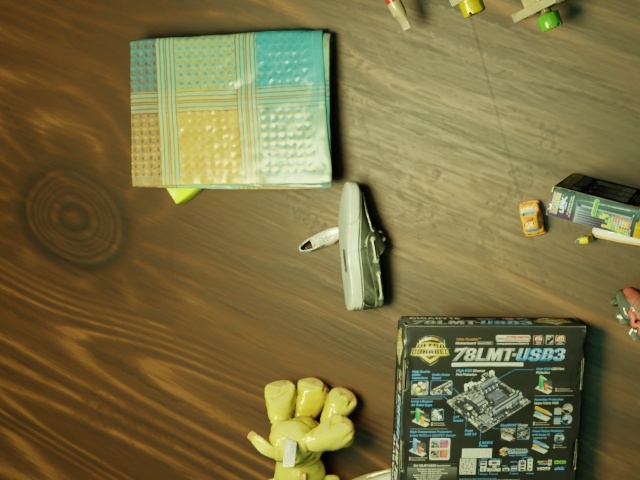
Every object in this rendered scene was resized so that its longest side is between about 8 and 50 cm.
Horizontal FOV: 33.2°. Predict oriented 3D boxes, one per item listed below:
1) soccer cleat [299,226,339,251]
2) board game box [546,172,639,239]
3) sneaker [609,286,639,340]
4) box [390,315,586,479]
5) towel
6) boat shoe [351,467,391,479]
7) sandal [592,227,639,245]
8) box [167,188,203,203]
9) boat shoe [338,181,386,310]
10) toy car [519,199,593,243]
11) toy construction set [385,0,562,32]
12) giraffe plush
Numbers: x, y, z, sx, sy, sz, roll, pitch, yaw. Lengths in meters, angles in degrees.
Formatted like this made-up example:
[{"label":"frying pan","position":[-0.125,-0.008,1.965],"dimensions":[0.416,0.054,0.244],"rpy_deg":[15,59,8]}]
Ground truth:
[{"label":"soccer cleat","position":[0.000,0.000,1.867],"dimensions":[0.083,0.035,0.029],"rpy_deg":[-23,89,24]},{"label":"board game box","position":[0.426,-0.053,1.611],"dimensions":[0.141,0.170,0.048],"rpy_deg":[15,105,20]},{"label":"sneaker","position":[0.576,0.142,1.621],"dimensions":[0.276,0.097,0.135],"rpy_deg":[37,110,11]},{"label":"box","position":[0.266,0.269,1.717],"dimensions":[0.295,0.073,0.293],"rpy_deg":[0,98,-7]},{"label":"towel","position":[-0.155,-0.223,1.857],"dimensions":[0.370,0.040,0.271],"rpy_deg":[0,91,16]},{"label":"boat shoe","position":[0.050,0.489,1.889],"dimensions":[0.302,0.103,0.113],"rpy_deg":[-27,101,23]},{"label":"sandal","position":[0.542,0.026,1.622],"dimensions":[0.265,0.102,0.076],"rpy_deg":[10,103,29]},{"label":"box","position":[-0.216,-0.158,1.927],"dimensions":[0.178,0.042,0.109],"rpy_deg":[-36,85,24]},{"label":"boat shoe","position":[0.073,0.009,1.825],"dimensions":[0.070,0.078,0.219],"rpy_deg":[-4,95,-13]},{"label":"toy car","position":[0.372,-0.029,1.707],"dimensions":[0.122,0.040,0.060],"rpy_deg":[8,101,21]},{"label":"toy construction set","position":[0.235,-0.394,1.629],"dimensions":[0.309,0.257,0.237],"rpy_deg":[-17,105,44]},{"label":"giraffe plush","position":[-0.029,0.367,1.883],"dimensions":[0.181,0.210,0.170],"rpy_deg":[14,132,16]}]
